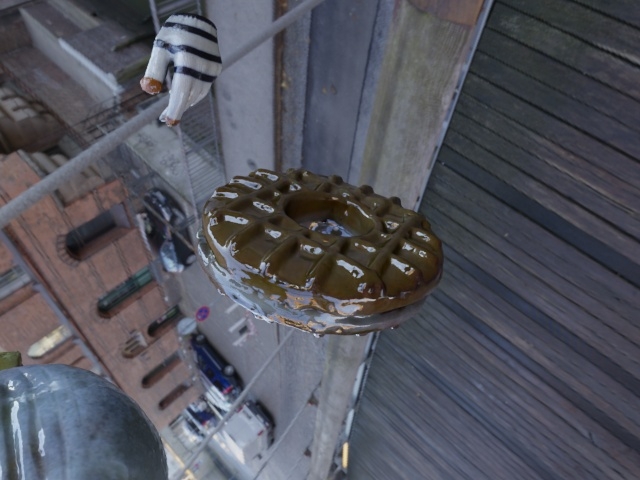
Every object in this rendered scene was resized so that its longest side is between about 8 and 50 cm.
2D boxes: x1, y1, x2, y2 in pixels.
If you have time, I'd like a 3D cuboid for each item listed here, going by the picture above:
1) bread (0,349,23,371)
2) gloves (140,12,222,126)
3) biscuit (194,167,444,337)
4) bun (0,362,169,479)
[{"bbox_3d":[-0.616,0.293,0.949,0.156,0.064,0.117,54,134,39],"label":"bread"},{"bbox_3d":[-0.279,-0.345,1.008,0.132,0.218,0.140,4,179,10],"label":"gloves"},{"bbox_3d":[0.000,0.000,0.643,0.332,0.332,0.103,32,125,31],"label":"biscuit"},{"bbox_3d":[-0.312,0.283,0.430,0.362,0.362,0.211,26,141,38],"label":"bun"}]
